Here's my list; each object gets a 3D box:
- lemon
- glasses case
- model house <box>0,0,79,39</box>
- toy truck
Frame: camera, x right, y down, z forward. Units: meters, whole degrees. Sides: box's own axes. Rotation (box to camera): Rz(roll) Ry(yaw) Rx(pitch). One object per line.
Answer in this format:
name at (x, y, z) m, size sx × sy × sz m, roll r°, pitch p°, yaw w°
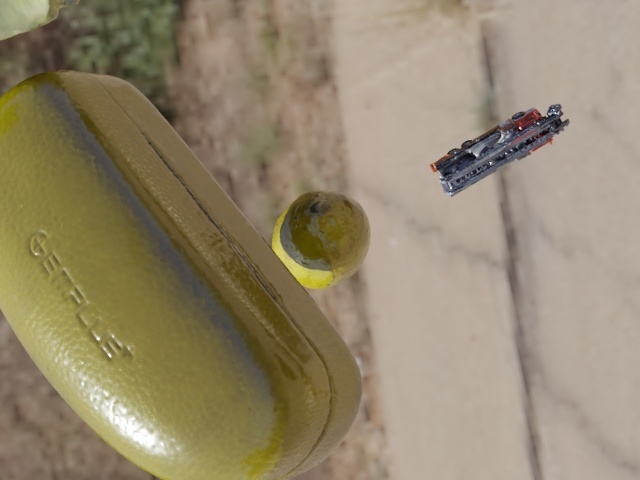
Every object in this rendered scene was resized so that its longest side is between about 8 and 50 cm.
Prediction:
lemon at (0.000, 0.000, 1.605) m, size 0.111 × 0.082 × 0.082 m, roll 126°, pitch 132°, yaw -70°
glasses case at (-0.140, 0.039, 1.473) m, size 0.371 × 0.141 × 0.173 m, roll 51°, pitch 117°, yaw 20°
model house at (-0.398, -0.278, 1.762) m, size 0.266 × 0.321 × 0.261 m, roll -102°, pitch -7°, yaw -78°
toy truck at (0.105, -0.054, 1.129) m, size 0.024 × 0.083 × 0.032 m, roll 60°, pitch -179°, yaw -17°
